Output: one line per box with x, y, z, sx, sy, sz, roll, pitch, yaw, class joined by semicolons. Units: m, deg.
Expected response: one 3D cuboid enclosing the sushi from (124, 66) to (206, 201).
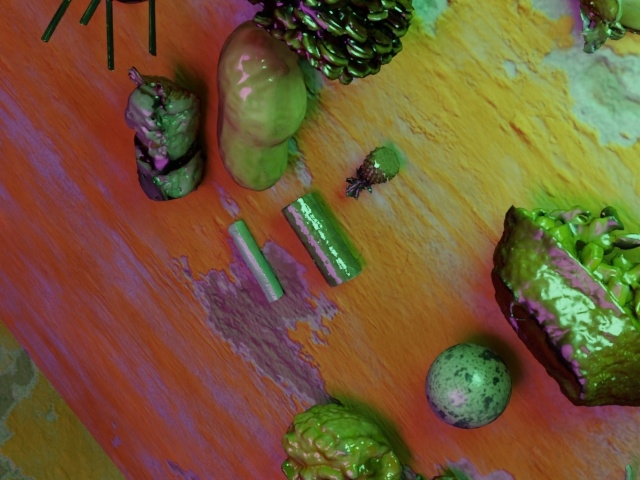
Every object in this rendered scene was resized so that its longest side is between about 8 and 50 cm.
-0.293;-0.186;1.473;0.124;0.130;0.332;33;139;26;sushi

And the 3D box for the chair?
-0.366;-0.447;1.332;0.158;0.172;0.247;1;76;47;chair

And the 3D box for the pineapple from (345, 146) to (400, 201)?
0.071;-0.102;1.205;0.058;0.058;0.124;56;145;-3;pineapple

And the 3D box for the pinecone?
0.026;-0.314;0.970;0.221;0.221;0.222;28;136;30;pinecone

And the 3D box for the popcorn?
0.053;0.452;1.567;0.286;0.173;0.225;45;136;20;popcorn

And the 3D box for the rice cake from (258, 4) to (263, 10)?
-0.054;-0.418;1.101;0.085;0.040;0.226;45;143;12;rice cake

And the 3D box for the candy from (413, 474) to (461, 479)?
0.199;0.504;1.553;0.084;0.078;0.287;39;156;-13;candy

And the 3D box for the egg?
0.231;0.234;1.235;0.132;0.132;0.172;47;155;10;egg

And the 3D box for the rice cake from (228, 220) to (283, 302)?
-0.133;0.043;1.563;0.042;0.030;0.180;-19;104;47;rice cake

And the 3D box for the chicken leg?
0.282;-0.290;0.809;0.196;0.080;0.125;53;156;2;chicken leg

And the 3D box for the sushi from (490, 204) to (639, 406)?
0.334;0.080;0.990;0.296;0.179;0.167;58;177;24;sushi

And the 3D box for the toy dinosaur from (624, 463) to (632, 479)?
0.460;0.505;1.241;0.129;0.076;0.383;60;145;37;toy dinosaur

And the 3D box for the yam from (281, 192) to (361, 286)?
0.000;0.000;1.354;0.169;0.068;0.068;56;143;-3;yam

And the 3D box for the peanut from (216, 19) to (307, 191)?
-0.097;-0.201;1.242;0.147;0.147;0.319;36;141;23;peanut
